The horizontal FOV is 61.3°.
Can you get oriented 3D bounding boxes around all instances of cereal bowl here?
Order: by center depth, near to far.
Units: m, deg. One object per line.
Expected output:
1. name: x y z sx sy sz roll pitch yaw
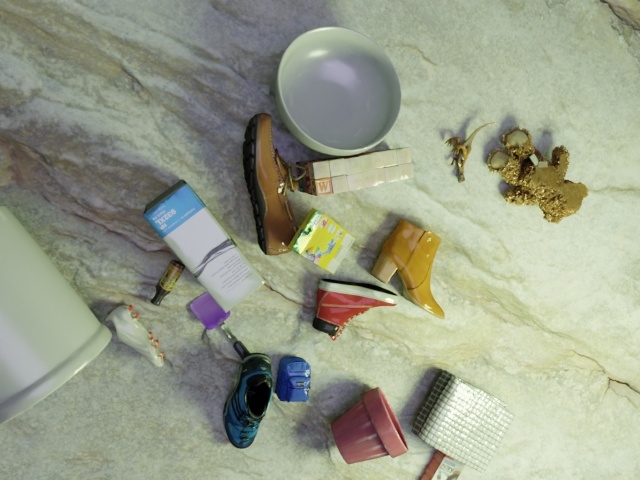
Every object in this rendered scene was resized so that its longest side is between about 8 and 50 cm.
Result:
1. cereal bowl: 0.036 -0.378 1.431 0.339 0.141 0.338 2 82 -15

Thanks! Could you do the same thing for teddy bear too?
1. teddy bear: 0.677 -0.205 1.709 0.338 0.113 0.245 21 84 -12

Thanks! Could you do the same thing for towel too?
1. towel: 0.458 0.577 1.740 0.284 0.121 0.235 32 85 -19

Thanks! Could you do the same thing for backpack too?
1. backpack: -0.070 0.400 1.556 0.098 0.101 0.120 4 93 -25

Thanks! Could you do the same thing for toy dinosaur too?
1. toy dinosaur: 0.441 -0.284 1.644 0.112 0.064 0.211 13 104 -37

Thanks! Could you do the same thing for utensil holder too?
1. utensil holder: -0.721 0.160 1.198 0.328 0.327 0.385 -34 105 -10

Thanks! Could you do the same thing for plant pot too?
1. plant pot: 0.138 0.567 1.608 0.180 0.201 0.201 -28 106 4

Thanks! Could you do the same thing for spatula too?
1. spatula: -0.248 0.272 1.516 0.084 0.030 0.296 -38 107 -13

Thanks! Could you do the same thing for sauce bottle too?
1. sauce bottle: -0.408 0.115 1.437 0.042 0.042 0.128 29 89 -19

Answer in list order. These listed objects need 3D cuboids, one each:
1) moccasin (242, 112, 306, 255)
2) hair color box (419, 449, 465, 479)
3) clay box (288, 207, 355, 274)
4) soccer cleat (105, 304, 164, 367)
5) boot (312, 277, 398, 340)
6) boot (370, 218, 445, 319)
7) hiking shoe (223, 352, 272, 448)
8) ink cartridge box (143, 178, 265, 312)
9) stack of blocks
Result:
1. moccasin: -0.116 -0.148 1.438 0.147 0.139 0.379 -14 102 -16
2. hair color box: 0.399 0.773 1.783 0.093 0.053 0.167 30 90 -20
3. clay box: 0.000 0.000 1.483 0.127 0.053 0.222 -58 143 -2
4. soccer cleat: -0.486 0.260 1.425 0.076 0.068 0.196 -33 99 -5
5. boot: 0.102 0.215 1.592 0.244 0.088 0.176 8 96 -10
6. boot: 0.312 0.086 1.627 0.295 0.104 0.211 35 87 -15
7. hiking shoe: -0.203 0.465 1.491 0.113 0.132 0.303 6 109 -16
8. ink cartridge box: -0.295 0.008 1.360 0.129 0.223 0.307 -39 107 -9
9. stack of blocks: 0.100 -0.192 1.483 0.297 0.171 0.087 -11 101 -16
